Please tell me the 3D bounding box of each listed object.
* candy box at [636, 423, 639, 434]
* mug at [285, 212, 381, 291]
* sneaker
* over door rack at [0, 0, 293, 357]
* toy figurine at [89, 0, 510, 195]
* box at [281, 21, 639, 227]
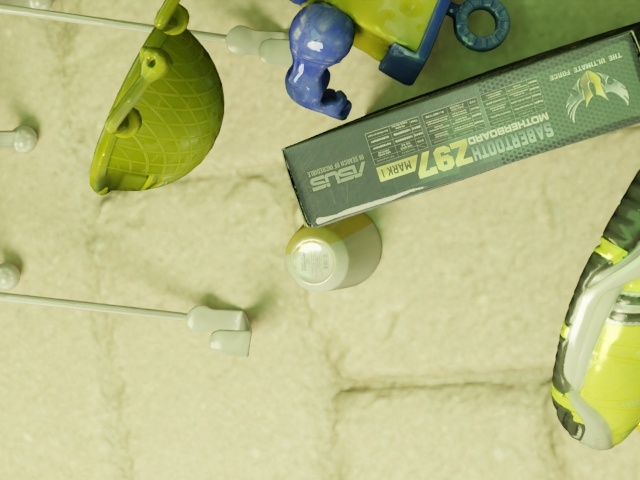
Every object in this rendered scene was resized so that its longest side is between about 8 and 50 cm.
[{"bbox_3d":[0.323,0.114,1.099,0.206,0.027,0.105,-31,87,21],"label":"candy box"},{"bbox_3d":[-0.001,0.004,1.167,0.078,0.064,0.062,45,111,6],"label":"mug"},{"bbox_3d":[0.273,-0.017,1.031,0.147,0.145,0.385,31,110,11],"label":"sneaker"},{"bbox_3d":[-0.187,-0.060,1.206,0.324,0.108,0.240,10,104,2],"label":"over door rack"},{"bbox_3d":[0.021,-0.160,1.050,0.217,0.191,0.363,25,78,-9],"label":"toy figurine"},{"bbox_3d":[0.112,-0.079,1.051,0.232,0.183,0.059,-18,94,20],"label":"box"}]
